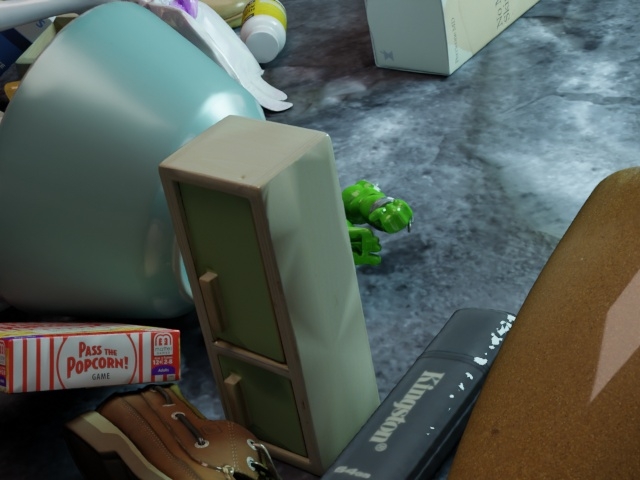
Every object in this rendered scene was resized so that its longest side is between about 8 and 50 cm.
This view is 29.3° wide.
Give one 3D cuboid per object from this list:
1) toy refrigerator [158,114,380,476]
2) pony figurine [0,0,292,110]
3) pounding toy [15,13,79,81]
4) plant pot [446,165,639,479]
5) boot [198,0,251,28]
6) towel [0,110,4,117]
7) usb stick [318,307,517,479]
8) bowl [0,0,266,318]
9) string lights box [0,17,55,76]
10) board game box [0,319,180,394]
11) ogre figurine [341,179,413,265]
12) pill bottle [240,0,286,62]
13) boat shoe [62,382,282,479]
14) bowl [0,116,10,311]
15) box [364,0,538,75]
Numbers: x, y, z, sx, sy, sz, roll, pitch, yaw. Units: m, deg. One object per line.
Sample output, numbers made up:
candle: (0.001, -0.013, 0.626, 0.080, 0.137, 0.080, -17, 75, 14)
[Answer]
toy refrigerator: (-0.036, 0.048, 0.952, 0.102, 0.270, 0.094, 15, 41, 35)
pony figurine: (-0.213, -0.242, 1.445, 0.363, 0.351, 0.303, -31, 12, 5)
pounding toy: (-0.307, -0.212, 1.642, 0.181, 0.094, 0.206, 2, 43, 12)
plant pot: (0.207, 0.120, 0.837, 0.254, 0.237, 0.237, -45, 42, -20)
boot: (-0.231, -0.430, 1.786, 0.236, 0.270, 0.089, -7, 33, 8)
towel: (-0.472, -0.140, 1.456, 0.049, 0.282, 0.187, -50, 24, 22)
usb stick: (0.080, 0.143, 0.976, 0.077, 0.045, 0.278, 12, 39, 32)
bowl: (-0.153, -0.050, 1.147, 0.163, 0.312, 0.311, 21, 41, 19)
string lights box: (-0.455, -0.257, 1.641, 0.259, 0.076, 0.133, -39, 24, 23)
board game box: (-0.227, 0.096, 1.041, 0.146, 0.045, 0.193, 0, 0, -34)
ogre figurine: (0.000, 0.000, 1.177, 0.197, 0.096, 0.118, -50, 14, 24)
pill bottle: (-0.080, -0.293, 1.714, 0.065, 0.065, 0.116, -9, 31, 4)
boat shoe: (-0.080, 0.181, 0.905, 0.104, 0.111, 0.307, -30, 36, -26)
bowl: (-0.382, -0.003, 1.279, 0.297, 0.134, 0.298, -8, 31, 5)
box: (0.194, -0.354, 1.650, 0.121, 0.148, 0.311, 14, 41, 34)
